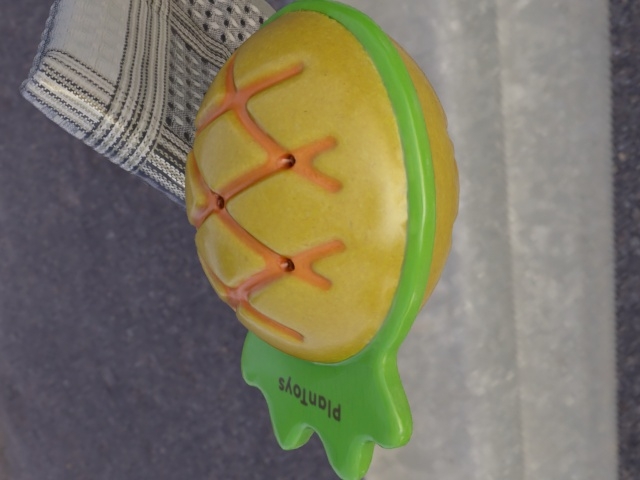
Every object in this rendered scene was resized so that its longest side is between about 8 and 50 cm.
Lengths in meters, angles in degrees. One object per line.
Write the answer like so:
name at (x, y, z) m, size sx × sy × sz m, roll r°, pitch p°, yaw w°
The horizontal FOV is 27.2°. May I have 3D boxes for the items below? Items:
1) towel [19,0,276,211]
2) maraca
towel at (-0.069, -0.121, 1.013) m, size 0.312 × 0.324 × 0.056 m, roll 35°, pitch 120°, yaw -25°
maraca at (0.000, 0.000, 0.515) m, size 0.127 × 0.099 × 0.185 m, roll 18°, pitch 112°, yaw 54°
